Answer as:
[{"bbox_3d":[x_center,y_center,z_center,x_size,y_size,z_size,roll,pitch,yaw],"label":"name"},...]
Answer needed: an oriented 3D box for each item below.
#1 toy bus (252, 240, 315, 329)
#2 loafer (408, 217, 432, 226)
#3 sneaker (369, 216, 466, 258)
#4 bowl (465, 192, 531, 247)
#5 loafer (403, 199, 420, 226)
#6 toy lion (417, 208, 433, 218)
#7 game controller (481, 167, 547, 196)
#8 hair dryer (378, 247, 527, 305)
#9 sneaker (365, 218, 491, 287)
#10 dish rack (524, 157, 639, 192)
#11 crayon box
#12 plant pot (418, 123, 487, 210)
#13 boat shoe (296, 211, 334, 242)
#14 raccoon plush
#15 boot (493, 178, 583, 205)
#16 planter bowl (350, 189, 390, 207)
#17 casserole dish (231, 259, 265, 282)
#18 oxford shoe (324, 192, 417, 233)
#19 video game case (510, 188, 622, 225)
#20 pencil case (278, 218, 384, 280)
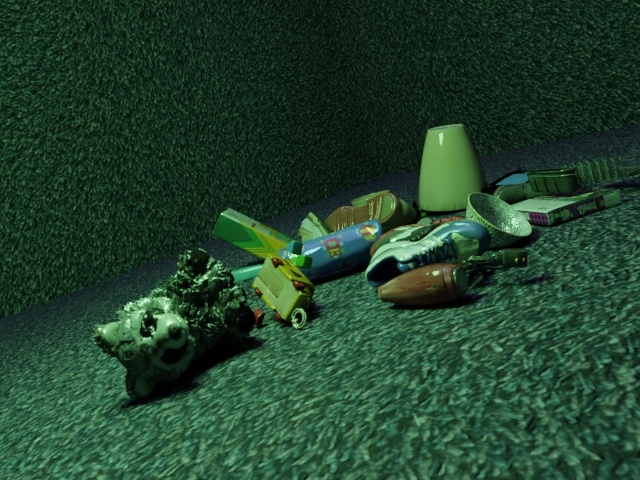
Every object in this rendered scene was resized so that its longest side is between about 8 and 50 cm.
[{"bbox_3d":[-0.065,0.120,1.457,0.104,0.202,0.191,17,-26,-42],"label":"toy bus"},{"bbox_3d":[0.305,-0.031,1.999,0.125,0.039,0.045,-27,46,-37],"label":"loafer"},{"bbox_3d":[0.248,0.009,1.600,0.276,0.098,0.135,-12,7,19],"label":"sneaker"},{"bbox_3d":[0.412,-0.035,1.535,0.170,0.170,0.080,-28,-30,-52],"label":"bowl"},{"bbox_3d":[0.313,-0.097,2.268,0.061,0.062,0.170,-24,11,25],"label":"loafer"},{"bbox_3d":[0.371,-0.102,2.343,0.100,0.034,0.096,-14,16,14],"label":"toy lion"},{"bbox_3d":[0.692,-0.203,2.230,0.166,0.067,0.319,-10,11,41],"label":"game controller"},{"bbox_3d":[0.261,0.083,1.280,0.293,0.080,0.223,-11,-8,1],"label":"hair dryer"},{"bbox_3d":[0.236,0.047,1.424,0.296,0.112,0.131,-22,13,34],"label":"sneaker"},{"bbox_3d":[0.731,-0.184,1.749,0.271,0.074,0.208,-13,8,-10],"label":"dish rack"},{"bbox_3d":[-0.198,0.001,2.187,0.322,0.083,0.203,25,7,-4],"label":"crayon box"},{"bbox_3d":[0.460,-0.268,2.272,0.256,0.274,0.256,-10,14,2],"label":"plant pot"},{"bbox_3d":[0.000,0.000,2.163,0.103,0.113,0.302,-52,22,5],"label":"boat shoe"},{"bbox_3d":[-0.322,0.218,1.363,0.299,0.216,0.446,-37,-12,-29],"label":"raccoon plush"},{"bbox_3d":[0.664,-0.147,1.953,0.189,0.076,0.208,-24,17,-28],"label":"boot"},{"bbox_3d":[0.213,-0.125,2.525,0.162,0.109,0.162,-17,8,2],"label":"planter bowl"},{"bbox_3d":[-0.231,0.100,2.184,0.188,0.037,0.114,-17,8,3],"label":"casserole dish"},{"bbox_3d":[0.157,-0.048,2.208,0.146,0.141,0.397,17,-21,-37],"label":"oxford shoe"},{"bbox_3d":[0.636,-0.093,1.694,0.210,0.042,0.232,-17,8,-9],"label":"video game case"},{"bbox_3d":[0.039,0.038,1.754,0.306,0.119,0.133,-17,-22,0],"label":"pencil case"}]
